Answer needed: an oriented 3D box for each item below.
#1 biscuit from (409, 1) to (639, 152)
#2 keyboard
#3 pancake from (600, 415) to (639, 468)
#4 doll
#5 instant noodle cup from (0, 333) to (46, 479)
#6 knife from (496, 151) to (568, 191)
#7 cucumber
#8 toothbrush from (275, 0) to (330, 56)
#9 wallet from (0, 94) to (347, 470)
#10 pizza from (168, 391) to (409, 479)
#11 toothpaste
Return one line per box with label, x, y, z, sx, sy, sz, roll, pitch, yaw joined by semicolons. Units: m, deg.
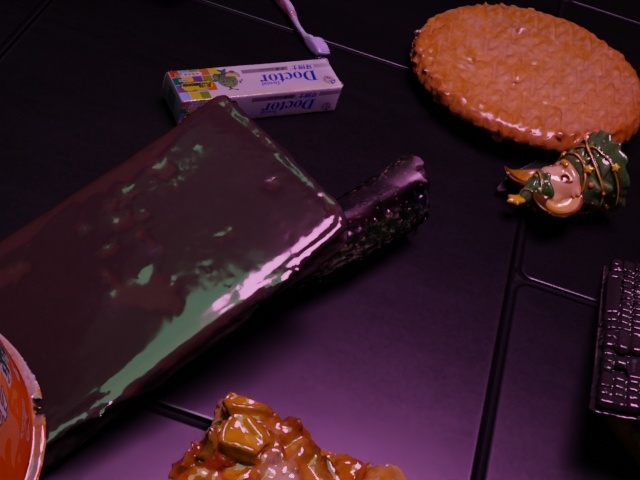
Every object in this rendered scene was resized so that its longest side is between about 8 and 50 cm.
biscuit;0.213;-0.168;1.122;0.254;0.035;0.254;8;40;-7
keyboard;0.253;0.073;0.860;0.072;0.023;0.231;12;29;12
pancake;0.366;0.204;0.781;0.376;0.054;0.197;34;51;16
doll;0.223;-0.043;1.000;0.113;0.076;0.078;-30;44;-5
instant noodle cup;-0.277;0.076;0.589;0.230;0.182;0.230;2;52;-2
knife;0.224;-0.074;1.052;0.170;0.010;0.023;-24;57;-37
cucumber;0.003;0.001;0.872;0.067;0.067;0.245;40;50;24
toothbrush;-0.039;-0.253;1.154;0.019;0.013;0.193;-7;48;-32
wallet;-0.135;0.024;0.769;0.309;0.042;0.165;-37;68;-24
pizza;-0.034;0.158;0.697;0.182;0.062;0.161;-10;44;-24
toothpaste;-0.063;-0.138;1.014;0.164;0.034;0.046;-9;52;-25
